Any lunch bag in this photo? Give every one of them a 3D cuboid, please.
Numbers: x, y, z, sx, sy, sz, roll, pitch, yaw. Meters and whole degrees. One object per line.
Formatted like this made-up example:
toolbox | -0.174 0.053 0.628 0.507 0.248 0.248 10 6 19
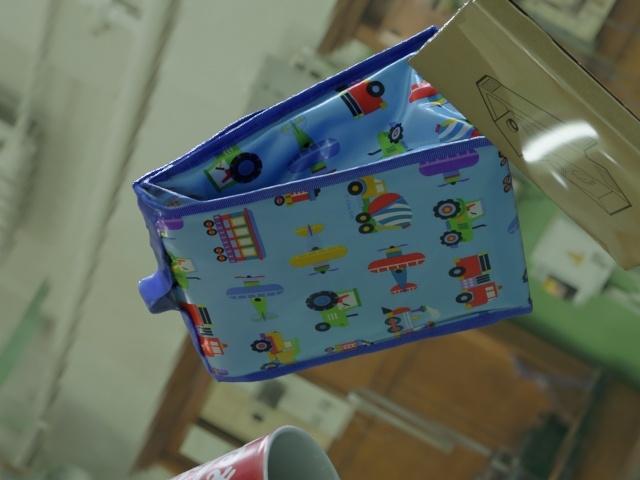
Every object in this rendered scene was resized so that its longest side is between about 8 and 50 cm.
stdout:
lunch bag | 0.000 0.000 1.470 0.293 0.138 0.221 -22 -41 -5

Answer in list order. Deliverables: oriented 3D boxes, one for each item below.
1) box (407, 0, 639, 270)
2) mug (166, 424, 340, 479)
box | 0.149 -0.064 1.151 0.021 0.201 0.164 -49 3 -14
mug | -0.069 0.209 1.335 0.169 0.113 0.150 -23 -6 23
